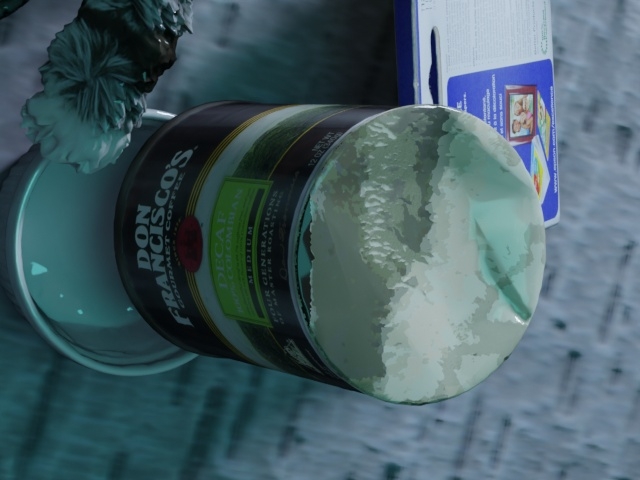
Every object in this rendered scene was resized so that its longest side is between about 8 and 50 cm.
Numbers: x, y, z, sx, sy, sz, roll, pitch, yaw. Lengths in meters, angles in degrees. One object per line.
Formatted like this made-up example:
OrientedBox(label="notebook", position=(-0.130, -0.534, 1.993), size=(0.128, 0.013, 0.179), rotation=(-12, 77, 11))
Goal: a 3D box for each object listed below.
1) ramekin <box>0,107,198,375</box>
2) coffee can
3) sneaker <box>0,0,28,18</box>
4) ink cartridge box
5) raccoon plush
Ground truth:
OrientedBox(label="ramekin", position=(-0.161, -0.003, 1.486), size=(0.207, 0.109, 0.207), rotation=(-3, 97, -28))
OrientedBox(label="coffee can", position=(0.000, 0.000, 1.352), size=(0.202, 0.275, 0.201), rotation=(-3, 95, -31))
OrientedBox(label="sneaker", position=(-0.340, -0.199, 1.378), size=(0.286, 0.109, 0.130), rotation=(-11, 94, -29))
OrientedBox(label="ink cartridge box", position=(0.114, -0.141, 1.556), size=(0.307, 0.072, 0.303), rotation=(-17, 106, -60))
OrientedBox(label="raccoon plush", position=(-0.067, -0.282, 1.417), size=(0.446, 0.216, 0.299), rotation=(-56, 160, 24))
